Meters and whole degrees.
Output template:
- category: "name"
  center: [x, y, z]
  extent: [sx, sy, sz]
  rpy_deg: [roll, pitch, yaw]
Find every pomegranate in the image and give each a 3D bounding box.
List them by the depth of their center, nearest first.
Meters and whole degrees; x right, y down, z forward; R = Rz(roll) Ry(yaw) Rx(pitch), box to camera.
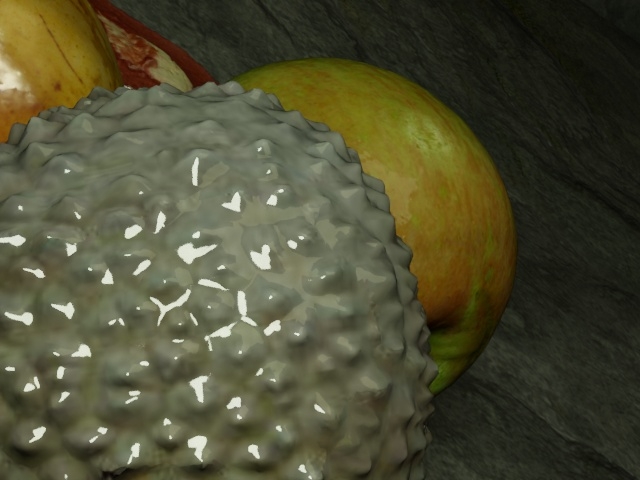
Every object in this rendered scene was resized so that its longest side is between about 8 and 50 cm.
- category: "pomegranate"
  center: [-0.282, -0.113, 1.377]
  extent: [0.264, 0.264, 0.264]
  rpy_deg: [33, 26, -18]

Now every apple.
- category: "apple"
  center: [0.000, 0.000, 1.525]
  extent: [0.339, 0.339, 0.340]
  rpy_deg: [33, 26, -18]

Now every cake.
- category: "cake"
  center: [-0.219, -0.144, 1.658]
  extent: [0.283, 0.151, 0.177]
  rpy_deg: [29, 31, -17]

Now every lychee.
- category: "lychee"
  center: [-0.111, 0.080, 1.196]
  extent: [0.432, 0.380, 0.380]
  rpy_deg: [-1, 44, -26]
